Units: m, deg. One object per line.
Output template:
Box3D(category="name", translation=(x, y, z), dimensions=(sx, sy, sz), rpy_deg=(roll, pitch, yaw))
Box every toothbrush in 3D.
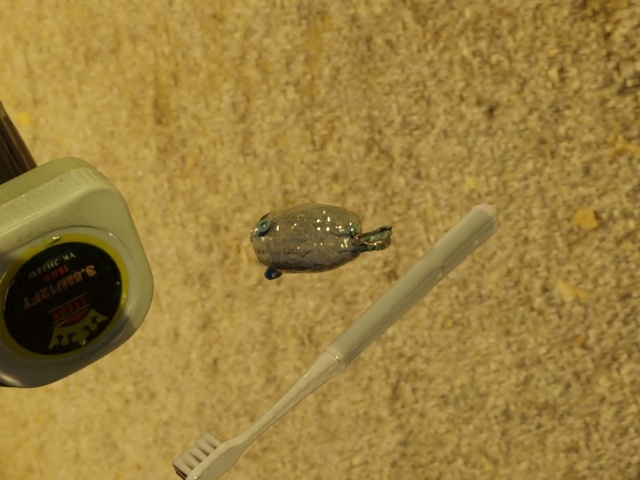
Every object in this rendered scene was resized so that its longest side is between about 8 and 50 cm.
Box3D(category="toothbrush", translation=(0.023, 0.075, 0.922), dimensions=(0.030, 0.342, 0.025), rpy_deg=(33, 149, 34))

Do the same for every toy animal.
Box3D(category="toy animal", translation=(0.010, 0.001, 1.109), dimensions=(0.253, 0.079, 0.070), rpy_deg=(6, 127, 61))

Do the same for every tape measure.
Box3D(category="tape measure", translation=(-0.287, 0.046, 1.150), dimensions=(0.115, 0.235, 0.207), rpy_deg=(39, 151, 45))

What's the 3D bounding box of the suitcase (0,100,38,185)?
Box3D(category="suitcase", translation=(-0.465, -0.041, 1.595), dimensions=(0.283, 0.194, 0.433), rpy_deg=(0, 121, 59))
